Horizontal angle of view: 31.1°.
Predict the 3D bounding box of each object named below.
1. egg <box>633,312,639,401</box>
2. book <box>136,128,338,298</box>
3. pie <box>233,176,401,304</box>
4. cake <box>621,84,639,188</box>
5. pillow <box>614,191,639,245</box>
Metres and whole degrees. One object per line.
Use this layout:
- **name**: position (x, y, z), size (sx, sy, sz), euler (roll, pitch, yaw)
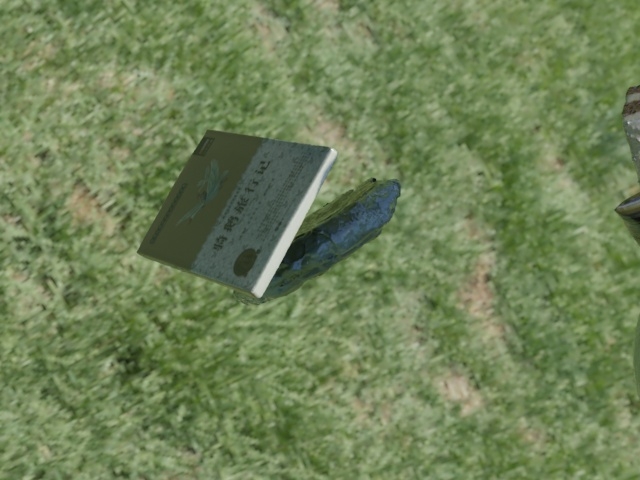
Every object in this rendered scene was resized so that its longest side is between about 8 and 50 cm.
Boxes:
- **egg**: position (0.454, 0.122, 1.264), size (0.218, 0.218, 0.295), euler (-51, 133, -54)
- **book**: position (-0.121, -0.047, 1.565), size (0.021, 0.310, 0.217), euler (36, 77, -36)
- **pie**: position (0.000, 0.000, 1.654), size (0.071, 0.306, 0.306), euler (57, 34, -7)
- **cake**: position (0.520, -0.163, 1.694), size (0.147, 0.135, 0.135), euler (-45, 120, -58)
- **pillow**: position (0.397, -0.025, 1.274), size (0.203, 0.113, 0.038), euler (33, 32, -59)
